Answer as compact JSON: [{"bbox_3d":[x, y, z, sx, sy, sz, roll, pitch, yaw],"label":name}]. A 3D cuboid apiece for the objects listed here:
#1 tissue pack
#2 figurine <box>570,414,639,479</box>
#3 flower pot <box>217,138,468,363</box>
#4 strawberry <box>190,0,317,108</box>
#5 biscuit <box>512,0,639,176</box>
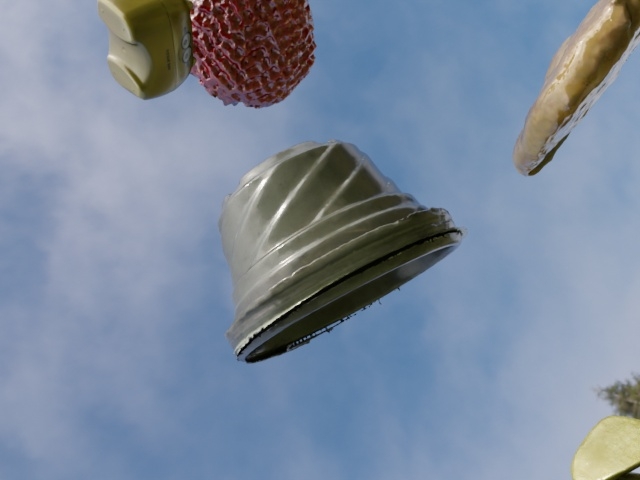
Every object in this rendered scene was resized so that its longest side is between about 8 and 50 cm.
[{"bbox_3d":[-0.272,-0.325,1.051,0.127,0.123,0.178,-38,-24,-30],"label":"tissue pack"},{"bbox_3d":[0.484,0.372,0.744,0.338,0.283,0.204,50,-136,-28],"label":"figurine"},{"bbox_3d":[0.000,0.000,0.588,0.235,0.235,0.140,-18,-108,-35],"label":"flower pot"},{"bbox_3d":[-0.141,-0.438,1.224,0.267,0.351,0.312,-20,-106,-18],"label":"strawberry"},{"bbox_3d":[0.486,-0.324,1.171,0.429,0.104,0.446,-52,-13,5],"label":"biscuit"}]
